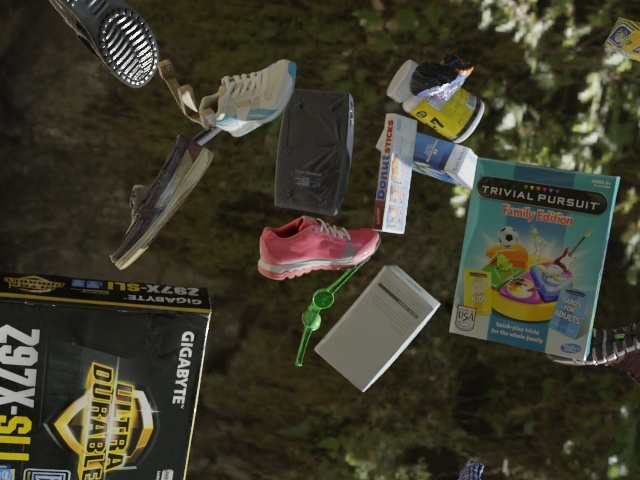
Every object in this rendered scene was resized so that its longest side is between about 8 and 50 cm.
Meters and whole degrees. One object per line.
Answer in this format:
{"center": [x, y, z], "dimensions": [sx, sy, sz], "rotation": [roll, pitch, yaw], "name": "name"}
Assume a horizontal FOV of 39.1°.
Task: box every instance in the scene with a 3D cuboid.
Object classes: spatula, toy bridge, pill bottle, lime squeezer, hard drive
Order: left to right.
{"center": [-0.241, -0.254, 1.641], "dimensions": [0.026, 0.188, 0.063], "rotation": [-28, 145, -19], "name": "toy bridge"}
{"center": [-0.185, -0.289, 1.970], "dimensions": [0.296, 0.030, 0.084], "rotation": [-41, 155, 1], "name": "spatula"}
{"center": [-0.009, -0.188, 1.905], "dimensions": [0.054, 0.172, 0.254], "rotation": [-2, 101, -57], "name": "hard drive"}
{"center": [0.003, 0.192, 2.396], "dimensions": [0.059, 0.110, 0.310], "rotation": [40, 76, -37], "name": "lime squeezer"}
{"center": [0.269, -0.330, 2.123], "dimensions": [0.119, 0.209, 0.119], "rotation": [-55, -166, 21], "name": "pill bottle"}

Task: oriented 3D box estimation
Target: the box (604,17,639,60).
{"center": [0.570, -0.329, 1.532], "dimensions": [0.169, 0.059, 0.054], "rotation": [39, -73, 54], "name": "box"}

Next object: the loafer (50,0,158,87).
{"center": [-0.300, -0.302, 1.217], "dimensions": [0.080, 0.078, 0.220], "rotation": [-45, 128, -15], "name": "loafer"}

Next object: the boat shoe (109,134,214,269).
{"center": [-0.318, -0.076, 1.720], "dimensions": [0.285, 0.092, 0.103], "rotation": [-53, -172, -5], "name": "boat shoe"}

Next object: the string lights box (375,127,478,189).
{"center": [0.286, -0.215, 2.316], "dimensions": [0.133, 0.260, 0.076], "rotation": [30, 85, -53], "name": "string lights box"}

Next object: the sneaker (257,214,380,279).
{"center": [0.000, 0.000, 2.177], "dimensions": [0.116, 0.314, 0.136], "rotation": [-128, -150, -59], "name": "sneaker"}

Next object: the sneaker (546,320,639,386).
{"center": [0.652, 0.272, 1.983], "dimensions": [0.162, 0.281, 0.106], "rotation": [61, 35, -27], "name": "sneaker"}

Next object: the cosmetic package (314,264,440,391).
{"center": [0.125, 0.179, 1.883], "dimensions": [0.224, 0.138, 0.224], "rotation": [-49, 171, 7], "name": "cosmetic package"}

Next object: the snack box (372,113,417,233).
{"center": [0.114, -0.101, 1.382], "dimensions": [0.064, 0.022, 0.178], "rotation": [6, 91, -54], "name": "snack box"}

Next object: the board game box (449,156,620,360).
{"center": [0.393, 0.029, 1.671], "dimensions": [0.079, 0.254, 0.335], "rotation": [-10, 109, -68], "name": "board game box"}

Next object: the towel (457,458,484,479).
{"center": [0.195, 0.494, 1.441], "dimensions": [0.243, 0.040, 0.336], "rotation": [-61, 171, 6], "name": "towel"}

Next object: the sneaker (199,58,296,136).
{"center": [-0.129, -0.261, 1.625], "dimensions": [0.229, 0.092, 0.087], "rotation": [-28, -130, 44], "name": "sneaker"}

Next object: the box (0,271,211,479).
{"center": [-0.281, 0.202, 1.090], "dimensions": [0.079, 0.257, 0.321], "rotation": [-114, -147, -65], "name": "box"}

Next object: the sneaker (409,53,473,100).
{"center": [0.259, -0.338, 1.957], "dimensions": [0.221, 0.083, 0.087], "rotation": [-26, 145, -48], "name": "sneaker"}
